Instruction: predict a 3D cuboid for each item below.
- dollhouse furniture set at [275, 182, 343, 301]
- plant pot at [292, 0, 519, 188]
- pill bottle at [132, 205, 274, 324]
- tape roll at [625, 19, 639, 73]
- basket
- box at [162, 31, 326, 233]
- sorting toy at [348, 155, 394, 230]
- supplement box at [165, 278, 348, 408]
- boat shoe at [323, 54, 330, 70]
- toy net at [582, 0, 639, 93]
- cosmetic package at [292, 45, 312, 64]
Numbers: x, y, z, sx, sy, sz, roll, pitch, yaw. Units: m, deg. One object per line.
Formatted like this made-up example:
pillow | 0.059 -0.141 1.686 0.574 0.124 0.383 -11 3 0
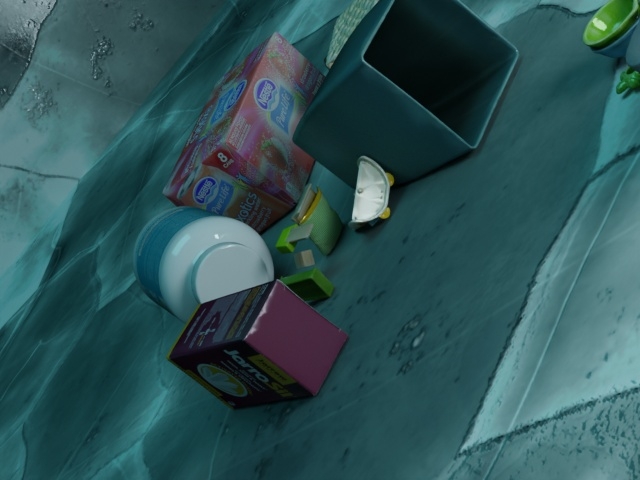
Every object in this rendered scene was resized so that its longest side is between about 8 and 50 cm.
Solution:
dollhouse furniture set | 0.000 0.000 1.507 0.058 0.076 0.152 -15 39 39
plant pot | 0.080 -0.169 1.512 0.234 0.165 0.166 -33 24 54
pill bottle | -0.148 0.036 1.641 0.146 0.146 0.264 -52 18 -7
tape roll | 0.345 -0.212 1.041 0.219 0.072 0.219 -54 5 8
basket | 0.083 -0.277 1.788 0.113 0.103 0.167 -40 22 28
box | -0.096 -0.150 1.886 0.154 0.142 0.300 -34 24 36
sorting toy | 0.053 -0.046 1.509 0.075 0.044 0.083 133 148 -68
supplement box | -0.072 0.116 1.385 0.188 0.104 0.081 -19 36 56
boat shoe | 0.065 -0.342 2.018 0.178 0.060 0.064 -45 19 14
toy net | 0.353 -0.241 1.202 0.232 0.045 0.122 -41 20 23
cosmetic package | -0.115 -0.216 2.147 0.231 0.085 0.117 -53 18 -12
